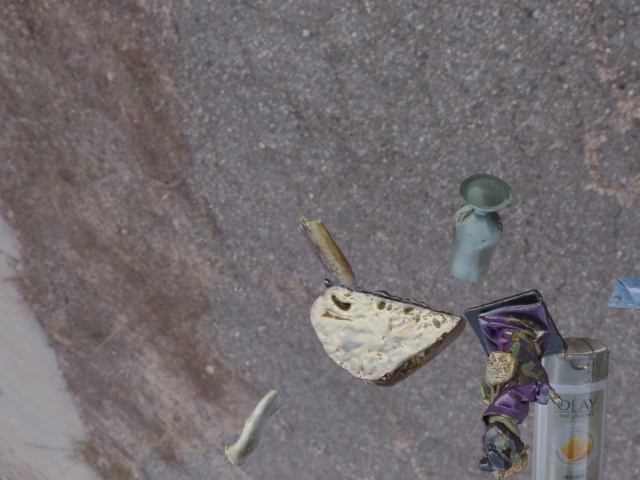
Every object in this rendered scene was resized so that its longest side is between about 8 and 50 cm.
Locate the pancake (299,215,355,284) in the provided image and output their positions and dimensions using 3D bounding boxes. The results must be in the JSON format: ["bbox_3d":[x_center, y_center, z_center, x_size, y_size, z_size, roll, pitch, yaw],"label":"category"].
[{"bbox_3d":[0.000,0.000,1.878,0.266,0.057,0.244,60,175,-36],"label":"pancake"}]

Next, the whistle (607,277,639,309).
[{"bbox_3d":[0.633,0.094,1.257,0.304,0.062,0.062,-2,128,50],"label":"whistle"}]

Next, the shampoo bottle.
[{"bbox_3d":[0.313,0.235,0.939,0.056,0.086,0.227,-101,9,-74],"label":"shampoo bottle"}]

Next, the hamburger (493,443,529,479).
[{"bbox_3d":[0.468,0.545,1.853,0.102,0.087,0.176,-8,166,8],"label":"hamburger"}]

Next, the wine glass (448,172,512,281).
[{"bbox_3d":[0.317,-0.018,1.519,0.103,0.103,0.231,28,143,23],"label":"wine glass"}]

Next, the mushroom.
[{"bbox_3d":[-0.161,0.455,1.833,0.054,0.202,0.059,20,164,49],"label":"mushroom"}]

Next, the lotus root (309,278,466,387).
[{"bbox_3d":[0.101,0.166,1.299,0.261,0.170,0.074,20,165,27],"label":"lotus root"}]

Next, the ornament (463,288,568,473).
[{"bbox_3d":[0.182,0.134,0.683,0.081,0.203,0.088,-25,108,23],"label":"ornament"}]
